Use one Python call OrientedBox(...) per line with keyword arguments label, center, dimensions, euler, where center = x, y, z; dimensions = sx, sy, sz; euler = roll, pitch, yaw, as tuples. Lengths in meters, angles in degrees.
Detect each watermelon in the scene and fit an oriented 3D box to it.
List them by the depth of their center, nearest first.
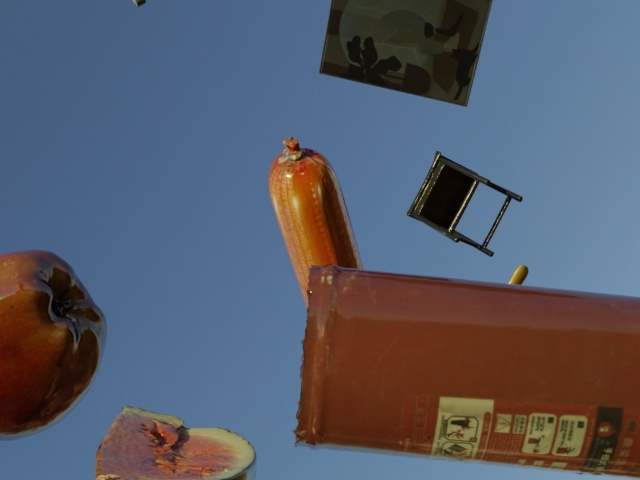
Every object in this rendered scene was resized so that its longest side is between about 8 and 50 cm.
OrientedBox(label="watermelon", center=(-0.123, 0.237, 0.844), dimensions=(0.128, 0.303, 0.159), euler=(-31, -84, -5))

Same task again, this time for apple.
OrientedBox(label="apple", center=(-0.374, 0.127, 1.044), dimensions=(0.234, 0.234, 0.234), euler=(-23, -47, -28))

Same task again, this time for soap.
OrientedBox(label="soap", center=(0.329, 0.081, 1.463), dimensions=(0.034, 0.012, 0.089), euler=(23, -80, -40))

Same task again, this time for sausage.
OrientedBox(label="sausage", center=(0.000, 0.000, 1.097), dimensions=(0.093, 0.093, 0.312), euler=(-32, -52, -20))

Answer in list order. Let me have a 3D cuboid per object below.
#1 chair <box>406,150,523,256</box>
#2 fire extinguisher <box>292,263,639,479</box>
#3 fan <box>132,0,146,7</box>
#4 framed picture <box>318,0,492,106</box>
OrientedBox(label="chair", center=(0.263, -0.092, 1.765), dimensions=(0.141, 0.260, 0.155), euler=(20, -80, -42))
OrientedBox(label="fire extinguisher", center=(0.152, 0.101, 0.480), dimensions=(0.106, 0.337, 0.147), euler=(90, -174, -83))
OrientedBox(label="fan", center=(-0.248, -0.362, 1.006), dimensions=(0.016, 0.038, 0.193), euler=(-34, -45, -16))
OrientedBox(label="framed picture", center=(0.104, -0.258, 1.088), dimensions=(0.010, 0.201, 0.136), euler=(-50, -27, -66))
